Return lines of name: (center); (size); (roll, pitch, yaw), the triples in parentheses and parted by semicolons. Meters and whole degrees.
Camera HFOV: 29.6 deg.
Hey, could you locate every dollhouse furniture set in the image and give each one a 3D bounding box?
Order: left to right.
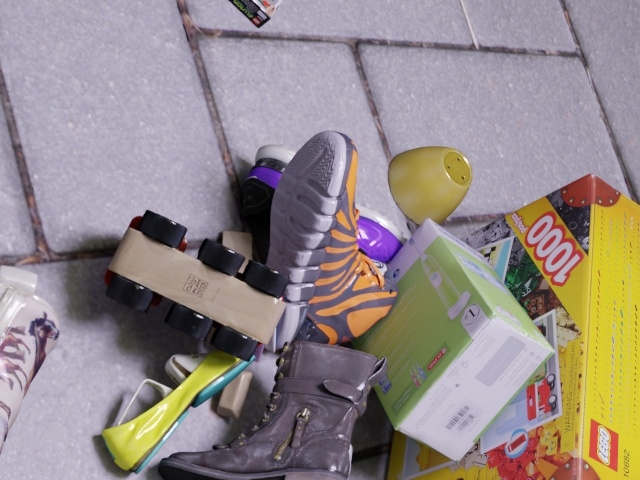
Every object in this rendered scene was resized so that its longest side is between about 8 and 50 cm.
dollhouse furniture set: (-0.121, 0.178, 1.622); (0.081, 0.091, 0.114); (53, 53, -71)

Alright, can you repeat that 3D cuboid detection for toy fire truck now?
toy fire truck: (-0.156, 0.039, 1.574); (0.217, 0.246, 0.158); (26, 85, -9)

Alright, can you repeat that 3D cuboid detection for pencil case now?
pencil case: (-0.400, 0.218, 1.230); (0.160, 0.183, 0.410); (34, 49, -24)

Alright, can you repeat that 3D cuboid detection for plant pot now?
plant pot: (0.191, -0.101, 1.974); (0.134, 0.095, 0.134); (19, 58, -33)

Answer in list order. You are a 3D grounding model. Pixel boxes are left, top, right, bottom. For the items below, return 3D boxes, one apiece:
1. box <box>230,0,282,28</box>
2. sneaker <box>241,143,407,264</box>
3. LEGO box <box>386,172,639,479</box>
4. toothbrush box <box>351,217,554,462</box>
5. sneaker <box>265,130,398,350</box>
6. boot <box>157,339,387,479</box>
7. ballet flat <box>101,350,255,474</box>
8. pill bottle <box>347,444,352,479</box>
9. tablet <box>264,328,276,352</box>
box: (-0.139, -0.441, 1.891); (0.207, 0.036, 0.114); (42, 47, -18)
sneaker: (-0.001, 0.000, 1.762); (0.293, 0.102, 0.146); (35, 56, -19)
LEGO box: (0.298, 0.210, 1.720); (0.193, 0.372, 0.500); (31, 51, -27)
toothbrush box: (0.166, 0.131, 1.673); (0.122, 0.206, 0.283); (31, 14, -28)
sneaker: (0.027, 0.003, 1.659); (0.180, 0.321, 0.124); (1, 28, -33)
boot: (-0.056, 0.226, 1.528); (0.262, 0.091, 0.229); (4, 50, 9)
ballet flat: (-0.178, 0.189, 1.503); (0.077, 0.077, 0.231); (44, 59, 4)
pill bottle: (-0.021, 0.360, 1.539); (0.121, 0.121, 0.221); (29, 52, -28)
tablet: (-0.074, 0.105, 1.633); (0.006, 0.054, 0.083); (-7, 109, -31)
